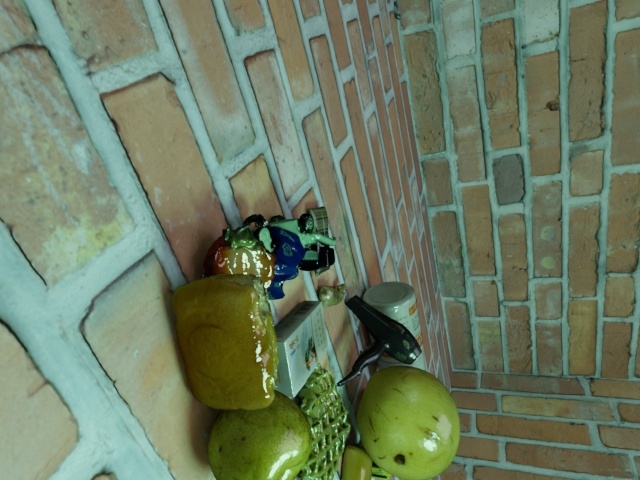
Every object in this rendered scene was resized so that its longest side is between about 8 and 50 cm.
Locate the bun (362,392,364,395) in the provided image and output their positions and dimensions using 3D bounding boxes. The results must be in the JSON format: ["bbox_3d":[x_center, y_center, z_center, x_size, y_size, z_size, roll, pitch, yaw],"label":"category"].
[{"bbox_3d":[0.186,0.599,1.639,0.086,0.054,0.086,-7,98,-54],"label":"bun"}]

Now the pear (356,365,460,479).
[{"bbox_3d":[0.280,0.584,1.418,0.348,0.348,0.348,-4,90,-66],"label":"pear"}]

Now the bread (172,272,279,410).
[{"bbox_3d":[-0.159,0.175,0.764,0.121,0.174,0.246,-27,115,-63],"label":"bread"}]

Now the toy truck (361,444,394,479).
[{"bbox_3d":[0.226,0.746,1.625,0.272,0.124,0.157,-66,150,-51],"label":"toy truck"}]

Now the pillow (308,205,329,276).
[{"bbox_3d":[0.000,0.000,1.322,0.113,0.038,0.203,-21,106,-66],"label":"pillow"}]

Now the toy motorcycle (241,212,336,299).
[{"bbox_3d":[-0.081,0.033,1.043,0.331,0.125,0.196,-4,92,-63],"label":"toy motorcycle"}]

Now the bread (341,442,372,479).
[{"bbox_3d":[0.125,0.761,1.430,0.134,0.085,0.173,47,45,-56],"label":"bread"}]

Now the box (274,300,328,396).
[{"bbox_3d":[-0.056,0.268,1.117,0.233,0.067,0.149,-38,120,-62],"label":"box"}]

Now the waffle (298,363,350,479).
[{"bbox_3d":[0.006,0.517,1.212,0.317,0.073,0.297,-68,147,-48],"label":"waffle"}]

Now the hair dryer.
[{"bbox_3d":[0.136,0.338,1.398,0.359,0.303,0.120,-30,154,-45],"label":"hair dryer"}]

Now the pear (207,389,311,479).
[{"bbox_3d":[-0.119,0.375,0.820,0.197,0.197,0.197,-4,90,-66],"label":"pear"}]

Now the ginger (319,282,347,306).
[{"bbox_3d":[0.038,0.173,1.379,0.173,0.051,0.069,8,84,-71],"label":"ginger"}]

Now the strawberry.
[{"bbox_3d":[-0.161,0.054,0.862,0.140,0.085,0.192,-41,125,-9],"label":"strawberry"}]

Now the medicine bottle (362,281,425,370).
[{"bbox_3d":[0.298,0.369,1.735,0.211,0.211,0.371,-48,129,-59],"label":"medicine bottle"}]
